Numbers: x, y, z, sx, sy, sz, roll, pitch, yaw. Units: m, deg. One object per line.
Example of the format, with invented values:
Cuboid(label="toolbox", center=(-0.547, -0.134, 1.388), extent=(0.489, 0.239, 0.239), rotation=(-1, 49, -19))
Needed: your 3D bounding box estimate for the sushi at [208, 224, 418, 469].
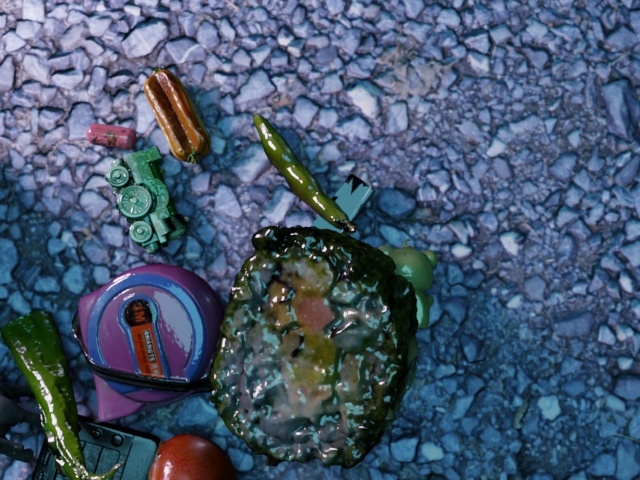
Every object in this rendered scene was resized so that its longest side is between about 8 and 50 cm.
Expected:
Cuboid(label="sushi", center=(0.001, 0.163, 1.019), extent=(0.294, 0.178, 0.352), rotation=(16, 96, 15))

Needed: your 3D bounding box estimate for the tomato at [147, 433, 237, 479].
Cuboid(label="tomato", center=(-0.205, 0.399, 1.051), extent=(0.167, 0.167, 0.167), rotation=(0, 84, 0))

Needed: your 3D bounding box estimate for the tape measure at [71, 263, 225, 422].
Cuboid(label="tape measure", center=(-0.276, 0.157, 1.086), extent=(0.245, 0.149, 0.231), rotation=(-13, 87, 6))

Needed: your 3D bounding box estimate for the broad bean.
Cuboid(label="broad bean", center=(-0.036, -0.107, 1.131), extent=(0.043, 0.060, 0.297), rotation=(-30, 67, -23))

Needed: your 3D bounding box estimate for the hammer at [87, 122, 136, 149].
Cuboid(label="hammer", center=(-0.366, -0.182, 1.169), extent=(0.083, 0.043, 0.043), rotation=(8, 84, -1))

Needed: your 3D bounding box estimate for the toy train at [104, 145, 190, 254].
Cuboid(label="toy train", center=(-0.296, -0.067, 1.144), extent=(0.104, 0.071, 0.178), rotation=(-23, 83, -13))

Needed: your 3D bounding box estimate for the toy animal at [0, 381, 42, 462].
Cuboid(label="toy animal", center=(-0.532, 0.255, 1.082), extent=(0.269, 0.137, 0.082), rotation=(33, 87, 44))

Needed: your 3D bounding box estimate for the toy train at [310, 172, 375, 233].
Cuboid(label="toy train", center=(0.000, 0.000, 1.148), extent=(0.055, 0.048, 0.252), rotation=(37, 91, 7))

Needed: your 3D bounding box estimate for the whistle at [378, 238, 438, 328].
Cuboid(label="whistle", center=(0.139, 0.109, 1.116), extent=(0.105, 0.085, 0.227), rotation=(5, 83, 1))

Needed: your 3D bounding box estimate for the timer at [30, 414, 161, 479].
Cuboid(label="timer", center=(-0.370, 0.373, 1.106), extent=(0.187, 0.055, 0.144), rotation=(17, 86, -2))

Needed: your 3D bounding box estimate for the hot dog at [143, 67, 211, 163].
Cuboid(label="hot dog", center=(-0.248, -0.214, 1.165), extent=(0.072, 0.055, 0.188), rotation=(-26, 85, 0))

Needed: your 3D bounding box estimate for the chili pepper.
Cuboid(label="chili pepper", center=(-0.407, 0.249, 1.041), extent=(0.085, 0.076, 0.359), rotation=(-23, 52, -26))
